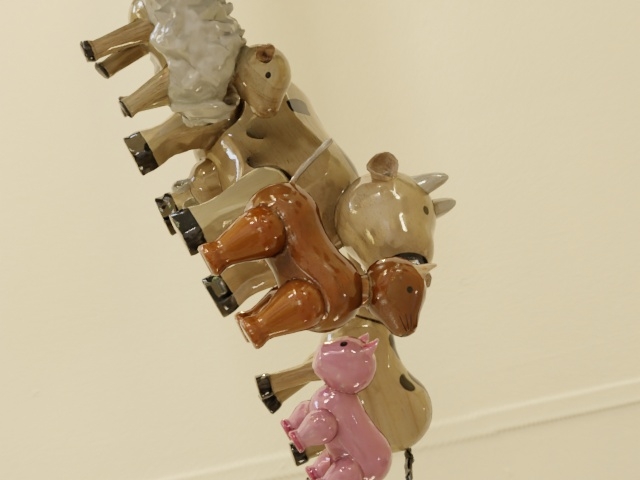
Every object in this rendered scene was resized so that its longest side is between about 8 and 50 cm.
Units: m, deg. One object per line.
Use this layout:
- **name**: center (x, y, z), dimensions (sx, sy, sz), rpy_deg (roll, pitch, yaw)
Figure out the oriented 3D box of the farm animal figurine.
- **farm animal figurine**: center (0.000, 0.000, 0.786), dimensions (0.172, 0.330, 0.327), rpy_deg (-29, -116, -9)
